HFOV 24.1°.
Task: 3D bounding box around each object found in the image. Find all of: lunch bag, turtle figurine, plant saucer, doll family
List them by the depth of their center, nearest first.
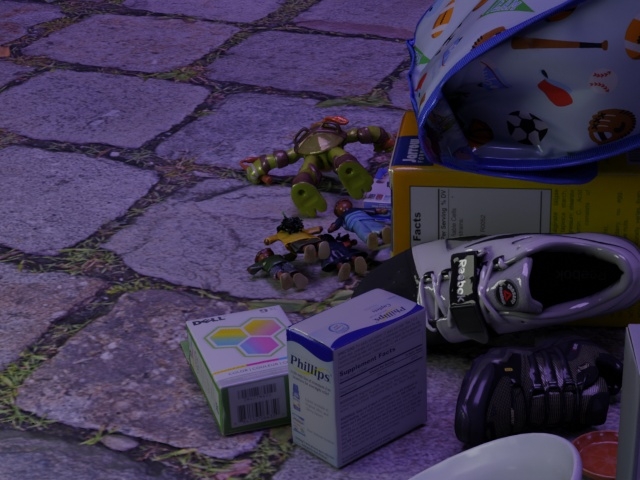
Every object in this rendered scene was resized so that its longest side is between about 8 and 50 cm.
[{"bbox_3d":[0.284,0.213,1.461,0.083,0.013,0.083,-2,25,1],"label":"plant saucer"},{"bbox_3d":[0.283,-0.228,1.672,0.385,0.239,0.328,-22,24,12],"label":"lunch bag"},{"bbox_3d":[0.000,0.000,1.869,0.193,0.076,0.111,-8,21,-24],"label":"doll family"},{"bbox_3d":[0.018,-0.123,2.082,0.269,0.087,0.217,-11,26,-1],"label":"turtle figurine"}]

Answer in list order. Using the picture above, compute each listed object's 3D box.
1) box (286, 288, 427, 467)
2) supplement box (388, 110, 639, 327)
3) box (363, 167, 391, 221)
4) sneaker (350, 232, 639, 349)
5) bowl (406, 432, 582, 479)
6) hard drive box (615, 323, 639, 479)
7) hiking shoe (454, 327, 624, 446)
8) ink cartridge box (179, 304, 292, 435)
[{"bbox_3d":[0.038,0.135,1.494,0.126,0.137,0.072,-22,31,-36],"label":"box"},{"bbox_3d":[0.265,-0.029,1.763,0.356,0.194,0.195,2,25,7],"label":"supplement box"},{"bbox_3d":[0.107,-0.061,2.037,0.081,0.028,0.136,4,24,11],"label":"box"},{"bbox_3d":[0.184,0.046,1.606,0.330,0.122,0.146,-12,-4,11],"label":"sneaker"},{"bbox_3d":[0.097,0.283,1.119,0.298,0.134,0.298,-33,8,5],"label":"bowl"},{"bbox_3d":[0.342,0.191,1.249,0.181,0.232,0.089,0,25,5],"label":"hard drive box"},{"bbox_3d":[0.231,0.151,1.509,0.114,0.086,0.227,17,30,41],"label":"hiking shoe"},{"bbox_3d":[-0.080,0.124,1.613,0.109,0.062,0.209,-9,26,-15],"label":"ink cartridge box"}]
